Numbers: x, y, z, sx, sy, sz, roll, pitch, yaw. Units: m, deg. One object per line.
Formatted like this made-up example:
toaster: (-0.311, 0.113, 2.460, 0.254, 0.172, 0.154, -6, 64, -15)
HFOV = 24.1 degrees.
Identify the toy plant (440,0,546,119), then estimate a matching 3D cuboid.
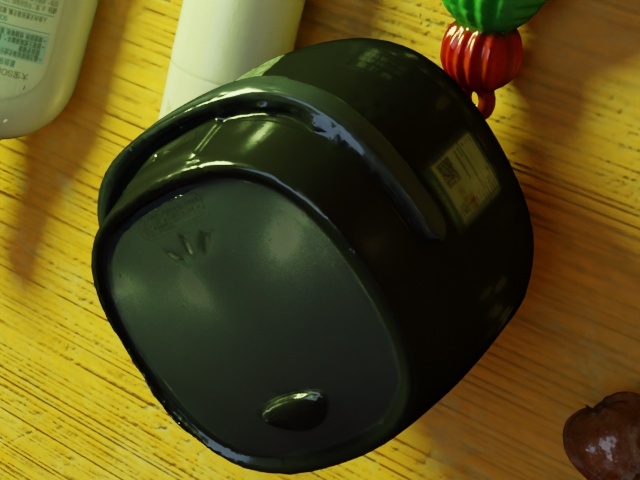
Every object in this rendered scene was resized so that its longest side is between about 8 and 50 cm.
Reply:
toy plant: (0.107, -0.208, 0.963, 0.154, 0.088, 0.240, 53, 138, 27)

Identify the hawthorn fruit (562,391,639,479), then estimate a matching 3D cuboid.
hawthorn fruit: (0.203, 0.149, 0.975, 0.067, 0.067, 0.103, -36, 80, 35)

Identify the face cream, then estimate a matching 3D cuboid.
face cream: (-0.271, -0.168, 1.221, 0.163, 0.080, 0.336, 16, 113, -6)

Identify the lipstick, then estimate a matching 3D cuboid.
lipstick: (-0.077, -0.088, 1.116, 0.087, 0.087, 0.326, 27, 114, 29)

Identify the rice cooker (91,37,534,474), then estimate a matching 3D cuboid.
rice cooker: (0.000, 0.000, 0.974, 0.267, 0.224, 0.267, 16, 126, 23)
